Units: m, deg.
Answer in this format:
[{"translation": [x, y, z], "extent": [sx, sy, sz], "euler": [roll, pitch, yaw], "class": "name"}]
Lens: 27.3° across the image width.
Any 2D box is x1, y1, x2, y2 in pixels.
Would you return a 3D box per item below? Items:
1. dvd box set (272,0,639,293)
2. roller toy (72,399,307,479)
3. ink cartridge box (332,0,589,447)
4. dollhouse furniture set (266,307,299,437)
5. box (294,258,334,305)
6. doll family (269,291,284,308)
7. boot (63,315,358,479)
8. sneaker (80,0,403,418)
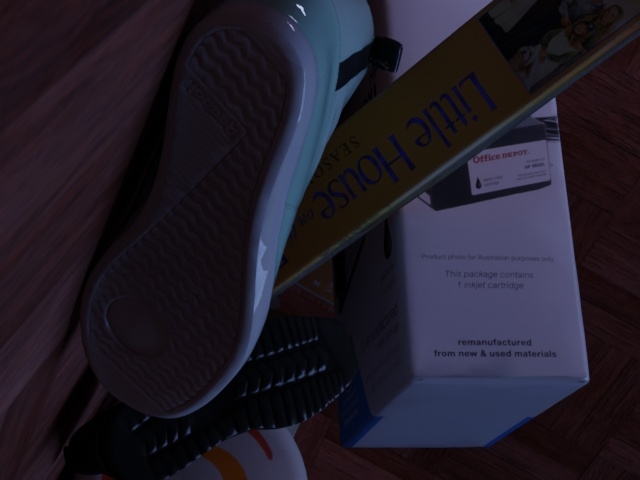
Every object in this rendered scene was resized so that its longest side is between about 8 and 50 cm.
[{"translation": [0.094, -0.088, 0.862], "extent": [0.420, 0.062, 0.307], "euler": [-37, 179, 39], "class": "dvd box set"}, {"translation": [-0.111, 0.222, 1.101], "extent": [0.146, 0.209, 0.191], "euler": [119, -6, -63], "class": "roller toy"}, {"translation": [0.113, -0.022, 1.260], "extent": [0.285, 0.166, 0.395], "euler": [118, -28, -67], "class": "ink cartridge box"}, {"translation": [-0.066, 0.289, 1.530], "extent": [0.256, 0.362, 0.394], "euler": [-60, 149, -29], "class": "dollhouse furniture set"}, {"translation": [0.000, 0.000, 1.654], "extent": [0.130, 0.170, 0.091], "euler": [-62, -179, -2], "class": "box"}, {"translation": [-0.038, 0.006, 1.245], "extent": [0.163, 0.118, 0.263], "euler": [-62, 179, -33], "class": "doll family"}, {"translation": [-0.085, 0.111, 0.935], "extent": [0.197, 0.077, 0.137], "euler": [-18, 178, -28], "class": "boot"}, {"translation": [-0.038, -0.026, 0.696], "extent": [0.151, 0.094, 0.256], "euler": [-50, 168, -56], "class": "sneaker"}]
